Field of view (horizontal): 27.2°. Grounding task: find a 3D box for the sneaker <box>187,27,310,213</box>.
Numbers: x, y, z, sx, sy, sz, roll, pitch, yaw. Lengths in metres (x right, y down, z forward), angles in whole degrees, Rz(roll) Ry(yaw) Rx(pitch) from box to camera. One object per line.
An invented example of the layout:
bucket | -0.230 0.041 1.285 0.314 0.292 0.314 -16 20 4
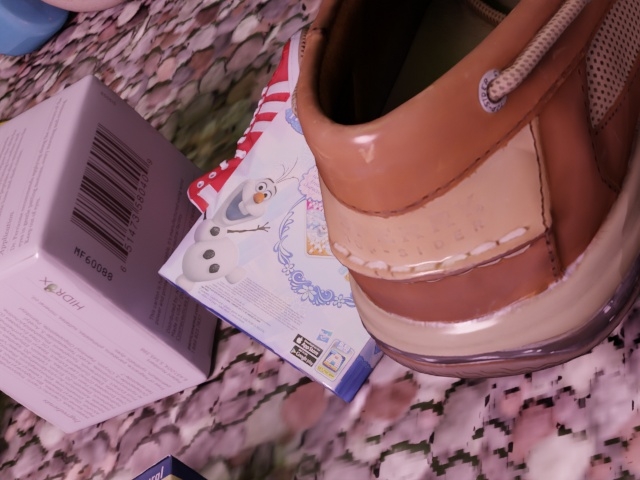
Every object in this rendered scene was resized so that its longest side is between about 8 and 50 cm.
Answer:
sneaker | -0.022 -0.040 0.572 0.067 0.042 0.118 -26 41 24

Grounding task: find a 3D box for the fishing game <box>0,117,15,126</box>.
fishing game | -0.290 -0.012 0.769 0.189 0.041 0.264 -6 27 47

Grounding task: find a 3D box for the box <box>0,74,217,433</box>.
box | -0.102 0.008 0.560 0.087 0.102 0.101 -23 41 30

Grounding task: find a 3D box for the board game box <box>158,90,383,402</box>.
board game box | 0.000 0.000 0.494 0.090 0.020 0.090 32 81 29

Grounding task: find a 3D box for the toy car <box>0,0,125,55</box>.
toy car | -0.157 -0.282 0.851 0.219 0.210 0.238 -32 22 42

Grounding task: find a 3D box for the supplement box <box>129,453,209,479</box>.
supplement box | -0.059 0.132 0.425 0.083 0.056 0.083 -34 36 20

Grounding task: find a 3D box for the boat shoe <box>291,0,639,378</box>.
boat shoe | 0.071 -0.113 0.449 0.122 0.120 0.324 -8 48 28
